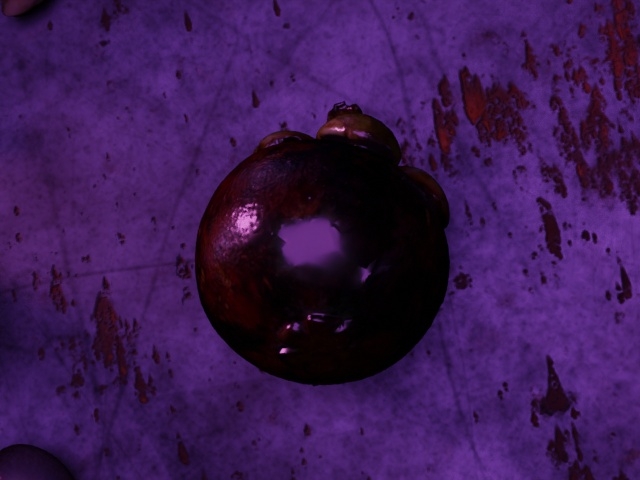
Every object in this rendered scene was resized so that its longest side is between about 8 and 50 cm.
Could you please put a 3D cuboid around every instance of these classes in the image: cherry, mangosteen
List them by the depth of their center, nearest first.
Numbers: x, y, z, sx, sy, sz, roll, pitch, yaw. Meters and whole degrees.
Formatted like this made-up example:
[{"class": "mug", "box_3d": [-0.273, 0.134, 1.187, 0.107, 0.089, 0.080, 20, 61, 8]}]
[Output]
[{"class": "mangosteen", "box_3d": [0.003, 0.010, 1.739, 0.311, 0.311, 0.311, 0, 82, 3]}, {"class": "cherry", "box_3d": [-0.354, 0.332, 1.796, 0.115, 0.148, 0.188, 11, 70, 49]}]

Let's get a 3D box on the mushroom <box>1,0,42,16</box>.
[{"class": "mushroom", "box_3d": [-0.407, -0.443, 1.911, 0.109, 0.097, 0.351, -13, 86, 9]}]
